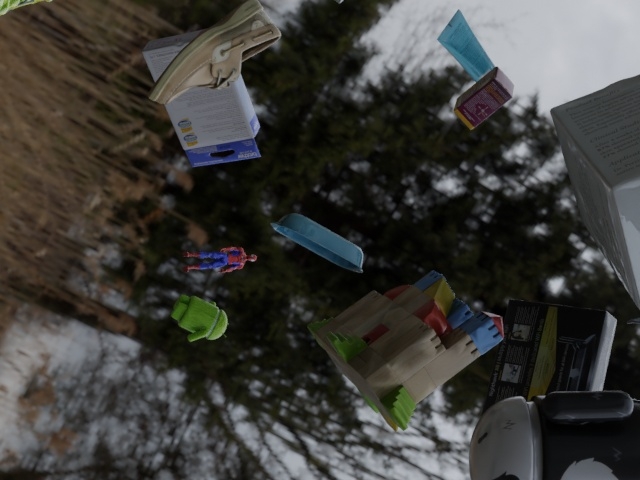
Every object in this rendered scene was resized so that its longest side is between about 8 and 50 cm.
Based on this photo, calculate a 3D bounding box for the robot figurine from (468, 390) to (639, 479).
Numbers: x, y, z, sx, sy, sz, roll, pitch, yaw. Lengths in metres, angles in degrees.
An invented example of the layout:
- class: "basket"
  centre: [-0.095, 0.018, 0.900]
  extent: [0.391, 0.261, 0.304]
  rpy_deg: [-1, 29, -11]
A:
- class: "robot figurine"
  centre: [0.329, 0.286, 1.346]
  extent: [0.173, 0.278, 0.209]
  rpy_deg: [40, 52, -88]

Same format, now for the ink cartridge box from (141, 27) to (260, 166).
- class: "ink cartridge box"
  centre: [-0.258, -0.319, 2.387]
  extent: [0.186, 0.311, 0.065]
  rpy_deg: [-8, -149, 19]

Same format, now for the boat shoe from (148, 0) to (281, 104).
- class: "boat shoe"
  centre: [-0.204, -0.364, 2.119]
  extent: [0.341, 0.110, 0.122]
  rpy_deg: [-46, -173, -32]

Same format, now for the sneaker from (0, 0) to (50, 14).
- class: "sneaker"
  centre: [-0.434, -0.369, 1.415]
  extent: [0.384, 0.147, 0.145]
  rpy_deg: [-88, -171, -58]

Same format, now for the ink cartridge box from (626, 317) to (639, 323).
- class: "ink cartridge box"
  centre: [0.687, 0.154, 1.835]
  extent: [0.223, 0.224, 0.045]
  rpy_deg: [8, -77, 50]

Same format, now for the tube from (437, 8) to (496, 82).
- class: "tube"
  centre: [0.320, -0.397, 2.253]
  extent: [0.052, 0.207, 0.080]
  rpy_deg: [22, -104, 44]

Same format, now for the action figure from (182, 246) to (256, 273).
- class: "action figure"
  centre: [-0.148, 0.029, 1.581]
  extent: [0.030, 0.115, 0.038]
  rpy_deg: [3, -84, 59]

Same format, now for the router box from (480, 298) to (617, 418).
- class: "router box"
  centre: [0.521, 0.301, 2.419]
  extent: [0.243, 0.081, 0.308]
  rpy_deg: [7, -106, 36]

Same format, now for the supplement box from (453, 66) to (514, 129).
- class: "supplement box"
  centre: [0.247, -0.215, 1.599]
  extent: [0.083, 0.043, 0.055]
  rpy_deg: [-38, -166, 29]

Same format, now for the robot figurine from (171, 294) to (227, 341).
- class: "robot figurine"
  centre: [-0.233, 0.152, 2.078]
  extent: [0.067, 0.115, 0.101]
  rpy_deg: [-55, -165, 31]

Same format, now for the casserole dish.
- class: "casserole dish"
  centre: [0.000, 0.000, 1.887]
  extent: [0.037, 0.188, 0.114]
  rpy_deg: [-64, -165, -9]

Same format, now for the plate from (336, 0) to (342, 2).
- class: "plate"
  centre: [0.013, -0.638, 2.072]
  extent: [0.278, 0.045, 0.277]
  rpy_deg: [-121, -154, -54]

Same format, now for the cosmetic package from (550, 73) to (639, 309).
- class: "cosmetic package"
  centre: [0.728, -0.128, 2.229]
  extent: [0.330, 0.327, 0.393]
  rpy_deg: [-21, -149, 6]

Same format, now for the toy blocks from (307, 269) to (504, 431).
- class: "toy blocks"
  centre: [0.159, 0.166, 1.910]
  extent: [0.261, 0.190, 0.381]
  rpy_deg: [-36, -161, -9]
